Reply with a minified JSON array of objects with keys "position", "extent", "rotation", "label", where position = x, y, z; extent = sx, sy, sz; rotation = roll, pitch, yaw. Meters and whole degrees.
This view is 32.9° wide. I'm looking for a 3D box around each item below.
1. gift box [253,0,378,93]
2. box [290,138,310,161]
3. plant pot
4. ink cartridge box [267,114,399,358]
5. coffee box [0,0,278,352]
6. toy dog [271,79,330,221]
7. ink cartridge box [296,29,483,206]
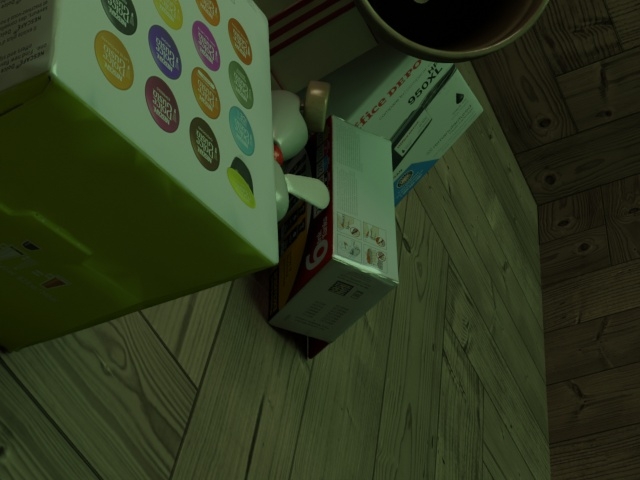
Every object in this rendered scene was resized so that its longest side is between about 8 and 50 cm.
[{"position":[-0.081,-0.391,1.847],"extent":[0.255,0.258,0.276],"rotation":[57,6,-28],"label":"gift box"},{"position":[-0.023,-0.131,2.066],"extent":[0.094,0.027,0.137],"rotation":[14,59,-64],"label":"box"},{"position":[0.183,-0.427,1.741],"extent":[0.280,0.323,0.323],"rotation":[172,-102,-83],"label":"plant pot"},{"position":[0.000,0.000,1.814],"extent":[0.130,0.272,0.309],"rotation":[21,46,-24],"label":"ink cartridge box"},{"position":[-0.269,-0.134,1.050],"extent":[0.337,0.338,0.334],"rotation":[44,35,-49],"label":"coffee box"},{"position":[-0.081,-0.120,1.692],"extent":[0.333,0.220,0.161],"rotation":[-54,156,-43],"label":"toy dog"},{"position":[0.122,-0.265,2.096],"extent":[0.166,0.285,0.395],"rotation":[44,4,27],"label":"ink cartridge box"}]
